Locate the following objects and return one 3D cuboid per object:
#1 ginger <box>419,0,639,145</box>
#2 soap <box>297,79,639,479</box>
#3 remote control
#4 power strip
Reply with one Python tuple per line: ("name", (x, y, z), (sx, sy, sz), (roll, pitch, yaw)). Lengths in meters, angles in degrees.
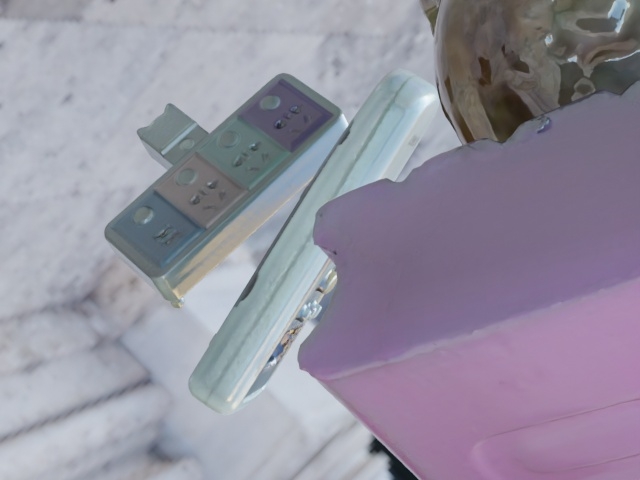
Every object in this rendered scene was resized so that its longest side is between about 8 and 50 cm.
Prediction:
("ginger", (0.091, -0.092, 0.568), (0.155, 0.304, 0.244), (-24, 164, 8))
("soap", (0.098, 0.051, 0.457), (0.122, 0.203, 0.065), (-20, -138, 28))
("remote control", (0.000, 0.000, 1.297), (0.296, 0.056, 0.140), (-57, 175, 5))
("power strip", (-0.093, -0.059, 1.417), (0.216, 0.145, 0.061), (-41, 144, -13))
